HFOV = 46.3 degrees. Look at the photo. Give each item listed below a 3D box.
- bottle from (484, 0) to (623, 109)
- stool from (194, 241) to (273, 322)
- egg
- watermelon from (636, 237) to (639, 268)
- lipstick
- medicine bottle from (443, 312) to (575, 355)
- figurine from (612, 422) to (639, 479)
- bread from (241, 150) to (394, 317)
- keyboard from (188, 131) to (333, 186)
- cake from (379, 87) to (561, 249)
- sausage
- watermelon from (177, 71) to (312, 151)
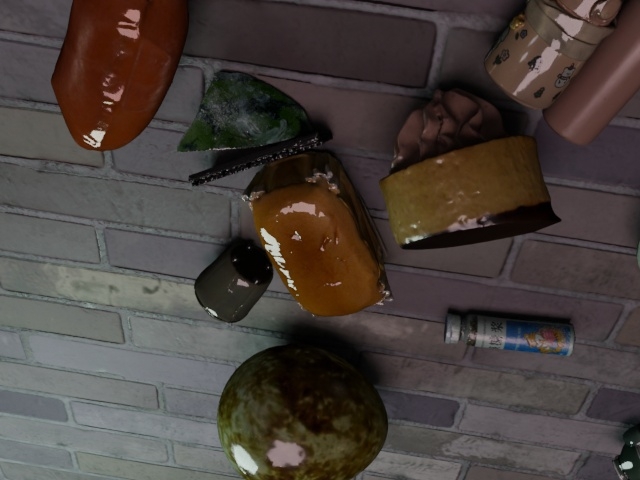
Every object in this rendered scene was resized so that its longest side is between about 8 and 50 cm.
[{"bbox_3d":[0.246,-0.220,0.771,0.098,0.099,0.152,23,130,-12],"label":"bottle"},{"bbox_3d":[-0.126,0.061,1.108,0.096,0.096,0.110,31,127,-19],"label":"stool"},{"bbox_3d":[-0.023,0.287,1.207,0.289,0.238,0.238,7,137,-21],"label":"egg"},{"bbox_3d":[0.529,0.072,0.934,0.223,0.180,0.305,-11,129,33],"label":"watermelon"},{"bbox_3d":[0.333,-0.213,0.775,0.070,0.070,0.254,22,133,-11],"label":"lipstick"},{"bbox_3d":[0.285,0.142,1.136,0.191,0.051,0.051,5,134,7],"label":"medicine bottle"},{"bbox_3d":[0.587,0.352,1.241,0.192,0.126,0.147,-34,155,27],"label":"figurine"},{"bbox_3d":[0.000,0.000,1.017,0.136,0.107,0.241,-13,130,18],"label":"bread"},{"bbox_3d":[-0.077,-0.105,0.965,0.195,0.060,0.018,-15,94,24],"label":"keyboard"},{"bbox_3d":[0.165,-0.088,0.879,0.207,0.178,0.185,1,168,-38],"label":"cake"},{"bbox_3d":[-0.224,-0.207,0.843,0.133,0.133,0.258,24,130,-13],"label":"sausage"},{"bbox_3d":[-0.089,-0.155,0.930,0.155,0.080,0.101,6,99,8],"label":"watermelon"}]
